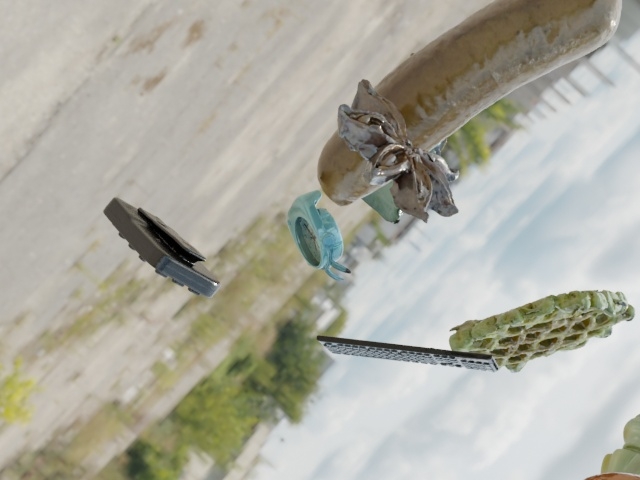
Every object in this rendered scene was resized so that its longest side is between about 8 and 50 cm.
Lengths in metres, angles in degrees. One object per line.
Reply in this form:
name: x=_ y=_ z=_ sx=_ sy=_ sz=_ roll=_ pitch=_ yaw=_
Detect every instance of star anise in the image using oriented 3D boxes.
star anise: x=0.091 y=-0.094 z=1.460 sx=0.063 sy=0.208 sz=0.172 roll=-37 pitch=-157 yaw=28

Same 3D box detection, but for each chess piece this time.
chess piece: x=0.628 y=0.501 z=2.469 sx=0.298 sy=0.176 sz=0.176 roll=-36 pitch=174 yaw=-25

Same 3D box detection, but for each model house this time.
model house: x=0.127 y=-0.129 z=1.881 sx=0.148 sy=0.148 sz=0.119 roll=-30 pitch=153 yaw=-39

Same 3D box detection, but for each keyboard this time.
keyboard: x=0.084 y=0.165 z=1.862 sx=0.103 sy=0.381 sz=0.041 roll=50 pitch=54 yaw=-66

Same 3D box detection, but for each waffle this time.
waffle: x=0.380 y=0.148 z=2.062 sx=0.297 sy=0.073 sz=0.317 roll=-26 pitch=155 yaw=27

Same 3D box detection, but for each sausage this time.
sausage: x=0.194 y=-0.225 z=1.672 sx=0.501 sy=0.136 sz=0.123 roll=-33 pitch=-177 yaw=13

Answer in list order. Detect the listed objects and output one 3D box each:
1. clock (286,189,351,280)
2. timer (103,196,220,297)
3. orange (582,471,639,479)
clock: x=-0.001 y=0.000 z=1.905 sx=0.045 sy=0.147 sz=0.108 roll=-22 pitch=167 yaw=-22
timer: x=-0.233 y=0.007 z=1.790 sx=0.055 sy=0.187 sz=0.144 roll=-52 pitch=136 yaw=4
orange: x=0.394 y=0.399 z=1.515 sx=0.224 sy=0.224 sz=0.170 roll=-46 pitch=172 yaw=-50
